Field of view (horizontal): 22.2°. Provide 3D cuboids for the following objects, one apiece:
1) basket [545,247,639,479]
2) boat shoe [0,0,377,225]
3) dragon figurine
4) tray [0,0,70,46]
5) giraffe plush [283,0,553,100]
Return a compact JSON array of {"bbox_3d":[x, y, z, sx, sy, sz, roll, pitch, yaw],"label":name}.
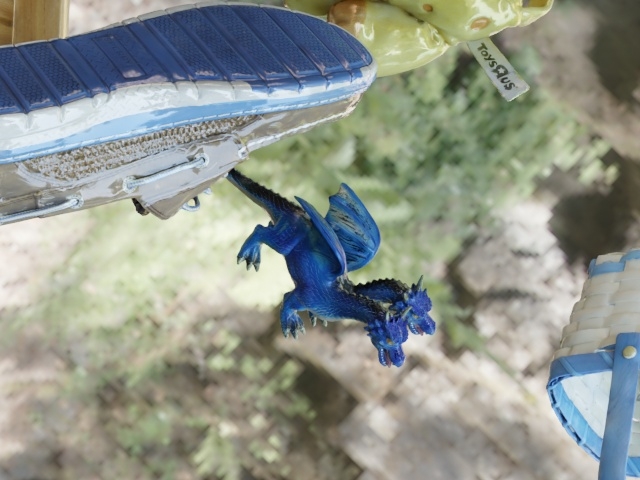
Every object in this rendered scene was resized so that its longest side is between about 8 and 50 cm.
[{"bbox_3d":[0.319,0.171,1.480,0.201,0.255,0.289,-11,-131,25],"label":"basket"},{"bbox_3d":[-0.065,-0.047,0.634,0.183,0.066,0.066,-10,131,-24],"label":"boat shoe"},{"bbox_3d":[0.000,0.000,1.562,0.144,0.289,0.085,-35,169,39],"label":"dragon figurine"},{"bbox_3d":[-0.366,-0.236,1.332,0.076,0.203,0.411,1,177,31],"label":"tray"},{"bbox_3d":[0.070,-0.212,1.144,0.181,0.210,0.170,-45,156,-16],"label":"giraffe plush"}]
